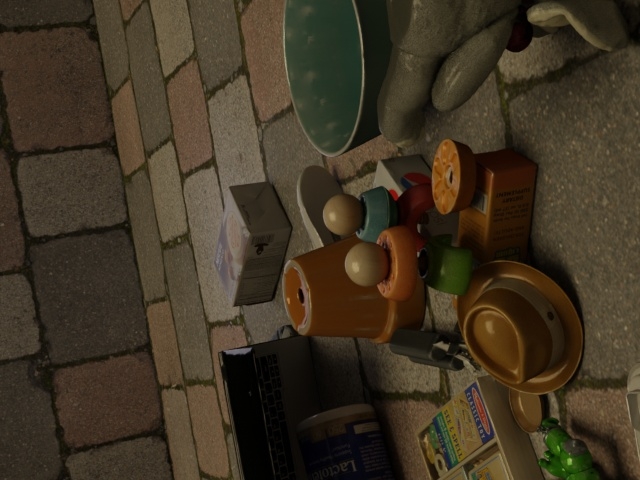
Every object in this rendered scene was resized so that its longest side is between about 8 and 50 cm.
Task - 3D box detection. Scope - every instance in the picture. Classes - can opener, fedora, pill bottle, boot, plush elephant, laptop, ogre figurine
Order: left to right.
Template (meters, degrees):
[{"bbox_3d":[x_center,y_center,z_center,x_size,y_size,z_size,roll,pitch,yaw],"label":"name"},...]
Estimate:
[{"bbox_3d":[-0.041,0.374,2.223,0.236,0.408,0.382,-13,86,39],"label":"laptop"},{"bbox_3d":[0.000,0.000,2.188,0.123,0.095,0.258,-45,57,57],"label":"boot"},{"bbox_3d":[0.059,0.439,2.141,0.153,0.153,0.265,131,126,-62],"label":"pill bottle"},{"bbox_3d":[0.198,0.157,1.825,0.280,0.074,0.093,-12,53,67],"label":"can opener"},{"bbox_3d":[0.210,-0.293,1.396,0.330,0.255,0.272,119,146,-68],"label":"plush elephant"},{"bbox_3d":[0.247,0.124,1.560,0.194,0.079,0.194,16,119,31],"label":"fedora"},{"bbox_3d":[0.332,0.321,1.512,0.118,0.097,0.197,96,176,-76],"label":"ogre figurine"}]

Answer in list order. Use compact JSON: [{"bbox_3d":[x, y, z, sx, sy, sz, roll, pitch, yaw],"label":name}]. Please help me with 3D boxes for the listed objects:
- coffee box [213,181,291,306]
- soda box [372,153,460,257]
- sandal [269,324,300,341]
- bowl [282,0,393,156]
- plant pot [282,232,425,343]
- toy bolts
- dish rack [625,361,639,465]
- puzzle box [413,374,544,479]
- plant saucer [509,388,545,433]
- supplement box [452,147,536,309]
[{"bbox_3d":[-0.149,0.010,2.558,0.246,0.098,0.141,107,147,-47],"label":"coffee box"},{"bbox_3d":[0.157,-0.040,1.815,0.216,0.074,0.069,-121,30,-43],"label":"soda box"},{"bbox_3d":[-0.092,0.300,2.567,0.303,0.086,0.120,-55,41,40],"label":"sandal"},{"bbox_3d":[0.071,-0.290,1.813,0.311,0.163,0.311,171,90,-68],"label":"bowl"},{"bbox_3d":[0.045,0.082,1.986,0.205,0.188,0.205,171,90,-68],"label":"plant pot"},{"bbox_3d":[0.099,-0.040,1.624,0.228,0.158,0.218,-138,51,-70],"label":"toy bolts"},{"bbox_3d":[0.432,0.277,1.273,0.285,0.072,0.333,164,98,-69],"label":"dish rack"},{"bbox_3d":[0.266,0.430,1.761,0.272,0.052,0.409,123,134,-58],"label":"puzzle box"},{"bbox_3d":[0.292,0.228,1.666,0.083,0.015,0.083,171,90,-69],"label":"plant saucer"},{"bbox_3d":[0.237,-0.003,1.632,0.080,0.078,0.233,43,138,53],"label":"supplement box"}]
